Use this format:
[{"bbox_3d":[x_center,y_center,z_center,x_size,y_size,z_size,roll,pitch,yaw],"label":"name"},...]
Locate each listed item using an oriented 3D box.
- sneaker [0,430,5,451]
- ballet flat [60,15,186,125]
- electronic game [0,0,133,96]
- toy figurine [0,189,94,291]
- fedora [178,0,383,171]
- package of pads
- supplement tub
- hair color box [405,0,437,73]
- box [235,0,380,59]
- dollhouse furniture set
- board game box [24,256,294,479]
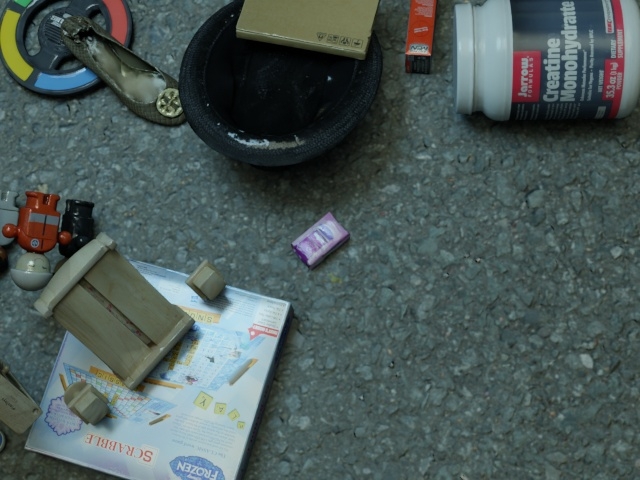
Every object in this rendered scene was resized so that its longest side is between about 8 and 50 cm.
[{"bbox_3d":[-0.551,0.291,1.741,0.152,0.084,0.058,7,74,7],"label":"sneaker"},{"bbox_3d":[-0.313,-0.275,1.883,0.250,0.058,0.084,40,79,-3],"label":"ballet flat"},{"bbox_3d":[-0.424,-0.345,1.946,0.229,0.048,0.229,-1,72,5],"label":"electronic game"},{"bbox_3d":[-0.458,-0.001,1.762,0.209,0.213,0.148,8,89,10],"label":"toy figurine"},{"bbox_3d":[-0.059,-0.227,1.815,0.334,0.152,0.334,0,60,0],"label":"fedora"},{"bbox_3d":[0.000,0.000,1.812,0.083,0.032,0.050,-39,71,-8],"label":"package of pads"},{"bbox_3d":[0.341,-0.278,1.786,0.272,0.191,0.191,-1,73,4],"label":"supplement tub"},{"bbox_3d":[0.163,-0.346,1.885,0.043,0.072,0.141,5,73,6],"label":"hair color box"},{"bbox_3d":[-0.012,-0.360,1.790,0.201,0.021,0.164,11,61,7],"label":"box"},{"bbox_3d":[-0.368,0.071,1.655,0.355,0.303,0.174,-47,38,-10],"label":"dollhouse furniture set"},{"bbox_3d":[-0.235,0.206,1.750,0.318,0.066,0.318,15,75,10],"label":"board game box"}]
